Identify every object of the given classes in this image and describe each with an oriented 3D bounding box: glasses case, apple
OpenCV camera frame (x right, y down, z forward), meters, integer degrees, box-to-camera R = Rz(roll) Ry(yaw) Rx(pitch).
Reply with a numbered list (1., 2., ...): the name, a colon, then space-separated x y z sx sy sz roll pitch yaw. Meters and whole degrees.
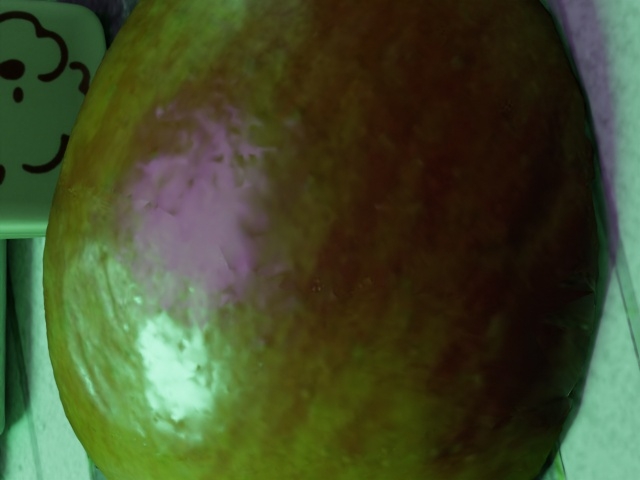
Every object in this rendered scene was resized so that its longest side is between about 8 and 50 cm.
1. glasses case: -0.280 -0.072 1.095 0.076 0.336 0.144 -8 85 53
2. apple: 0.000 0.000 0.906 0.179 0.254 0.346 -71 -9 -77

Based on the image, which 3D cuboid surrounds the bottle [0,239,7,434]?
1. bottle: -0.258 0.061 1.258 0.104 0.104 0.245 4 93 52
